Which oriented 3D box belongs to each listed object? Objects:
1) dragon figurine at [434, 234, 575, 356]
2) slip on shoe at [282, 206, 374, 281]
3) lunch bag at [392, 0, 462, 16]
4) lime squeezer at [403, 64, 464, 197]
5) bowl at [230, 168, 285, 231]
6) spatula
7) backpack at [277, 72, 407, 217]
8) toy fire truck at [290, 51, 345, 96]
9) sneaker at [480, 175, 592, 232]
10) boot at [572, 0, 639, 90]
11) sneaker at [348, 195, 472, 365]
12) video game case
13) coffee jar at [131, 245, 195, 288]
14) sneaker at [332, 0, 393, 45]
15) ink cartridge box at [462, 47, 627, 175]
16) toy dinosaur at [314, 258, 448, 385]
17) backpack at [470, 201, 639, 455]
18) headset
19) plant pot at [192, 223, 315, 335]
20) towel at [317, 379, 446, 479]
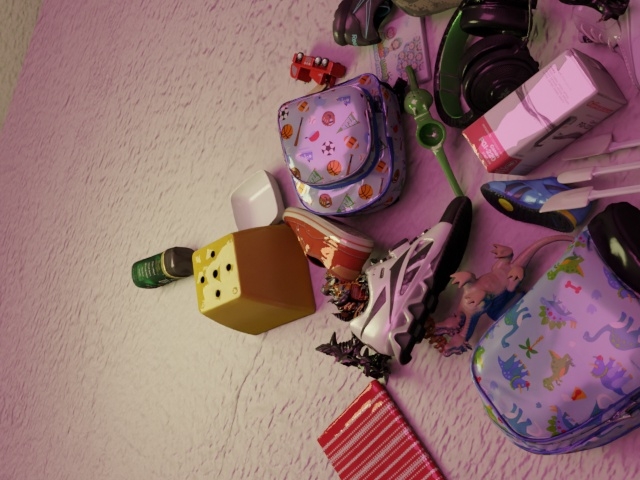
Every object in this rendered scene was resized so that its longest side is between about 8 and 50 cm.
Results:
[{"bbox_3d":[0.309,0.084,1.304,0.289,0.144,0.085,-36,55,-3],"label":"dragon figurine"},{"bbox_3d":[0.000,0.000,1.540,0.331,0.123,0.101,32,105,62],"label":"slip on shoe"},{"bbox_3d":[0.247,-0.598,1.407,0.305,0.212,0.256,-11,58,40],"label":"lunch bag"},{"bbox_3d":[0.200,-0.216,1.426,0.058,0.110,0.310,-19,71,1],"label":"lime squeezer"},{"bbox_3d":[-0.141,-0.079,1.775,0.142,0.053,0.142,-35,60,34],"label":"bowl"},{"bbox_3d":[0.469,-0.118,1.168,0.242,0.019,0.168,-9,36,49],"label":"spatula"},{"bbox_3d":[0.048,-0.178,1.505,0.276,0.213,0.263,-14,90,27],"label":"backpack"},{"bbox_3d":[-0.004,-0.342,1.695,0.192,0.047,0.135,25,102,43],"label":"toy fire truck"},{"bbox_3d":[0.373,-0.076,1.301,0.082,0.069,0.209,-51,38,-14],"label":"sneaker"},{"bbox_3d":[0.484,-0.339,1.227,0.123,0.095,0.258,-19,63,48],"label":"boot"},{"bbox_3d":[0.160,0.046,1.362,0.146,0.122,0.331,23,74,29],"label":"sneaker"},{"bbox_3d":[0.160,-0.383,1.569,0.143,0.019,0.157,-17,72,40],"label":"video game case"},{"bbox_3d":[-0.404,0.072,1.964,0.184,0.096,0.079,-20,73,40],"label":"coffee jar"},{"bbox_3d":[0.112,-0.531,1.597,0.106,0.101,0.267,14,86,22],"label":"sneaker"},{"bbox_3d":[0.371,-0.204,1.245,0.218,0.158,0.092,-40,68,32],"label":"ink cartridge box"},{"bbox_3d":[0.105,0.148,1.455,0.218,0.164,0.322,-62,26,-5],"label":"toy dinosaur"},{"bbox_3d":[0.398,0.163,1.129,0.290,0.273,0.355,56,132,26],"label":"backpack"},{"bbox_3d":[0.330,-0.335,1.294,0.394,0.185,0.243,147,127,-68],"label":"headset"},{"bbox_3d":[-0.163,0.083,1.678,0.212,0.187,0.212,-25,68,38],"label":"plant pot"},{"bbox_3d":[0.120,0.434,1.467,0.199,0.031,0.275,-50,55,22],"label":"towel"}]
